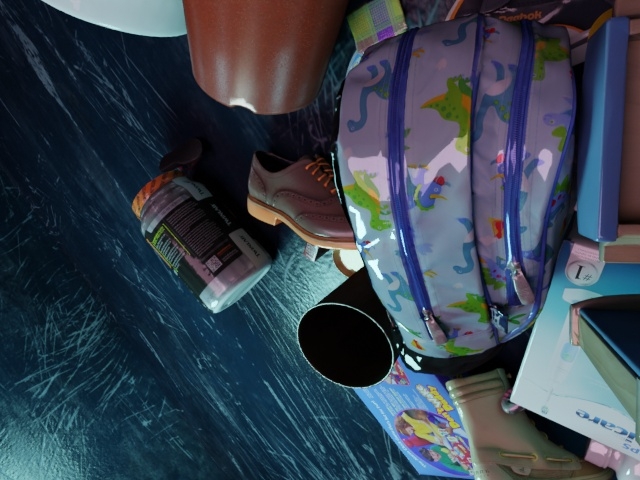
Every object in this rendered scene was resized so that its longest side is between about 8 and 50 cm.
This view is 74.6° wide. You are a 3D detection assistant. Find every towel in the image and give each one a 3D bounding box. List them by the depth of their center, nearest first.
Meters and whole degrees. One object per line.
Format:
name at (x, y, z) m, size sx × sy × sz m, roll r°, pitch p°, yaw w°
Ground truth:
towel at (0.079, -0.311, 0.600) m, size 0.083 × 0.009 × 0.060 m, roll -14°, pitch 101°, yaw 35°

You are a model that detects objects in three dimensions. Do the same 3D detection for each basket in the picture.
basket at (0.096, 0.115, 0.722) m, size 0.154 × 0.227 × 0.204 m, roll 50°, pitch 137°, yaw 2°

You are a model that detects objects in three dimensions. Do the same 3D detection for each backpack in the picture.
backpack at (0.143, -0.050, 0.454) m, size 0.273 × 0.290 × 0.355 m, roll -7°, pitch 134°, yaw 41°

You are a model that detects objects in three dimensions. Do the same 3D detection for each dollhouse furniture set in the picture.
dollhouse furniture set at (0.340, -0.026, 0.312) m, size 0.286 × 0.198 × 0.303 m, roll -1°, pitch 98°, yaw 18°

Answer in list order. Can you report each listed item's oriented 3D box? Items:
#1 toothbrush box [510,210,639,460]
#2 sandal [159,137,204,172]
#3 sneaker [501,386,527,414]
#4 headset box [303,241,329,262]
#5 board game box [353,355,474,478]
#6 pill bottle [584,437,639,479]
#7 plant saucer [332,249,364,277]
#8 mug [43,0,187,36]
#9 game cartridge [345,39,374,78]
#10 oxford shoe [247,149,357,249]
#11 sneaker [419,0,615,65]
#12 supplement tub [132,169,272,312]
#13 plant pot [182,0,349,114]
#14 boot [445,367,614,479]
toothbrush box at (0.399, 0.125, 0.542) m, size 0.216 × 0.126 × 0.295 m, roll 18°, pitch 127°, yaw 30°
sandal at (-0.324, -0.197, 1.007) m, size 0.179 × 0.067 × 0.040 m, roll -6°, pitch 152°, yaw 42°
sneaker at (0.348, 0.256, 0.679) m, size 0.057 × 0.119 × 0.047 m, roll 70°, pitch 164°, yaw -7°
headset box at (0.000, 0.000, 0.850) m, size 0.032 × 0.062 × 0.083 m, roll 34°, pitch 133°, yaw 20°
board game box at (0.208, 0.330, 0.862) m, size 0.233 × 0.078 × 0.347 m, roll -29°, pitch 100°, yaw 47°
pill bottle at (0.498, 0.322, 0.601) m, size 0.193 × 0.108 × 0.108 m, roll 15°, pitch 126°, yaw 33°
plant saucer at (0.062, 0.040, 0.857) m, size 0.083 × 0.015 × 0.083 m, roll 21°, pitch 129°, yaw 29°
mug at (-0.296, -0.552, 0.618) m, size 0.328 × 0.276 × 0.374 m, roll -61°, pitch 43°, yaw 39°
game cartridge at (0.069, -0.262, 0.650) m, size 0.056 × 0.017 × 0.083 m, roll 42°, pitch 137°, yaw 16°
oxford shoe at (-0.001, -0.080, 0.754) m, size 0.364 × 0.130 × 0.132 m, roll 18°, pitch 121°, yaw 32°
sneaker at (0.226, -0.241, 0.447) m, size 0.321 × 0.126 × 0.127 m, roll -14°, pitch 113°, yaw 47°
supplement tub at (-0.281, -0.002, 0.995) m, size 0.316 × 0.193 × 0.193 m, roll 47°, pitch 137°, yaw 5°
plant pot at (-0.072, -0.337, 0.562) m, size 0.272 × 0.272 × 0.265 m, roll 38°, pitch 144°, yaw 15°
boot at (0.351, 0.321, 0.718) m, size 0.095 × 0.262 × 0.203 m, roll 114°, pitch 152°, yaw -49°
